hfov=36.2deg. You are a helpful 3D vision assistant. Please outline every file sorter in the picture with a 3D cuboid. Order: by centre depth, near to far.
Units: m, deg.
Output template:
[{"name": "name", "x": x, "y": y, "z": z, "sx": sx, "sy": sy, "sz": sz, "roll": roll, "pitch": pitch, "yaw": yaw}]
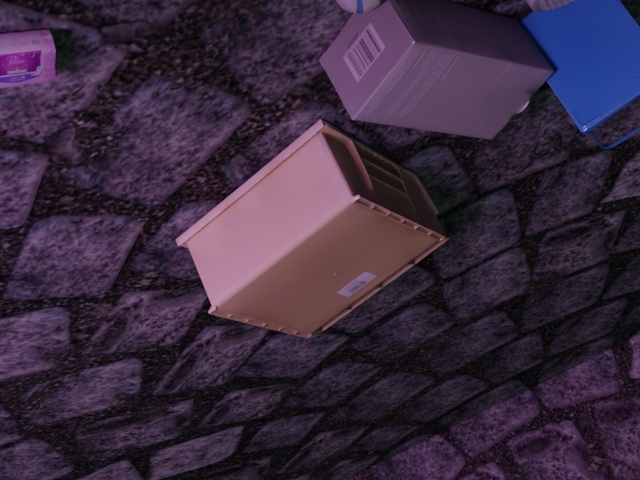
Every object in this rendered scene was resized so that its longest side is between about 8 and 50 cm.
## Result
[{"name": "file sorter", "x": 0.336, "y": -0.213, "z": 1.176, "sx": 0.118, "sy": 0.170, "sz": 0.104, "roll": -36, "pitch": 151, "yaw": 19}]

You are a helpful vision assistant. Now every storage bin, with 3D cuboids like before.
[{"name": "storage bin", "x": 0.000, "y": 0.000, "z": 1.317, "sx": 0.262, "sy": 0.123, "sz": 0.260, "roll": -38, "pitch": 149, "yaw": 21}]

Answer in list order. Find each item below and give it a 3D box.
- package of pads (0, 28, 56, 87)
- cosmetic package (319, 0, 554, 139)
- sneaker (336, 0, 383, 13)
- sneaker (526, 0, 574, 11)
[{"name": "package of pads", "x": -0.291, "y": -0.169, "z": 0.916, "sx": 0.083, "sy": 0.032, "sz": 0.050, "roll": -12, "pitch": 149, "yaw": -22}, {"name": "cosmetic package", "x": 0.137, "y": -0.199, "z": 1.122, "sx": 0.238, "sy": 0.107, "sz": 0.127, "roll": 1, "pitch": 142, "yaw": -42}, {"name": "sneaker", "x": 0.089, "y": -0.284, "z": 0.918, "sx": 0.091, "sy": 0.126, "sz": 0.240, "roll": -5, "pitch": 145, "yaw": -31}, {"name": "sneaker", "x": 0.257, "y": -0.331, "z": 0.991, "sx": 0.126, "sy": 0.127, "sz": 0.321, "roll": -21, "pitch": 176, "yaw": 5}]
